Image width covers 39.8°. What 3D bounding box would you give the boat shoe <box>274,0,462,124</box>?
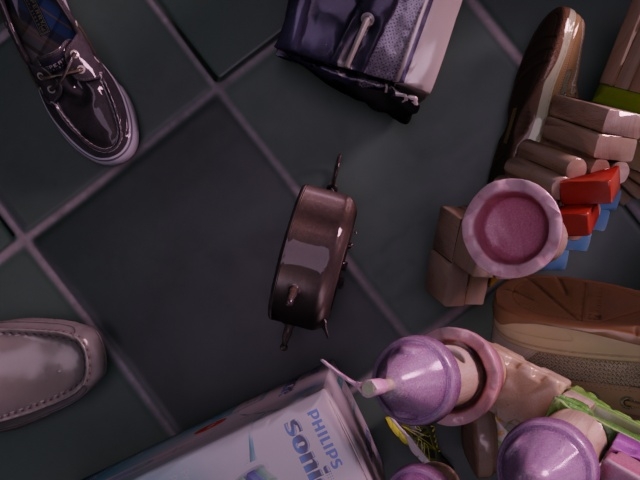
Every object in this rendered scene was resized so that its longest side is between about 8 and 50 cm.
[{"bbox_3d":[0.068,-0.294,0.820,0.158,0.127,0.341,18,90,-4],"label":"boat shoe"}]

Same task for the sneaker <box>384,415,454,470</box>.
[{"bbox_3d":[0.101,0.192,0.853,0.083,0.031,0.035,44,90,3],"label":"sneaker"}]

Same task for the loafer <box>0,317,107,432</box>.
[{"bbox_3d":[-0.365,0.144,0.839,0.319,0.111,0.112,-15,88,3],"label":"loafer"}]

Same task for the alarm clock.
[{"bbox_3d":[0.000,0.000,0.824,0.064,0.129,0.192,12,62,2],"label":"alarm clock"}]

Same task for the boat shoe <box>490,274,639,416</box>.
[{"bbox_3d":[0.284,0.103,0.695,0.302,0.109,0.098,9,116,19],"label":"boat shoe"}]

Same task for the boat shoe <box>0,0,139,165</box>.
[{"bbox_3d":[-0.253,-0.179,0.861,0.080,0.076,0.229,-25,87,2],"label":"boat shoe"}]

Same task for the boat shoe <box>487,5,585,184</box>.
[{"bbox_3d":[0.221,-0.124,0.846,0.072,0.068,0.190,15,101,-10],"label":"boat shoe"}]

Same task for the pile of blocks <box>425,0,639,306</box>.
[{"bbox_3d":[0.253,-0.056,0.783,0.362,0.112,0.149,-47,116,1],"label":"pile of blocks"}]

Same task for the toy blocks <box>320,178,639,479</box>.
[{"bbox_3d":[0.161,0.148,0.535,0.288,0.260,0.309,27,98,22],"label":"toy blocks"}]

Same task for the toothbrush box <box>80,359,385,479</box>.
[{"bbox_3d":[-0.096,0.230,0.771,0.295,0.216,0.126,-25,87,3],"label":"toothbrush box"}]

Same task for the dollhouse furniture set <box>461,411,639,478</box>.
[{"bbox_3d":[0.312,0.313,0.726,0.361,0.256,0.395,-1,88,3],"label":"dollhouse furniture set"}]
